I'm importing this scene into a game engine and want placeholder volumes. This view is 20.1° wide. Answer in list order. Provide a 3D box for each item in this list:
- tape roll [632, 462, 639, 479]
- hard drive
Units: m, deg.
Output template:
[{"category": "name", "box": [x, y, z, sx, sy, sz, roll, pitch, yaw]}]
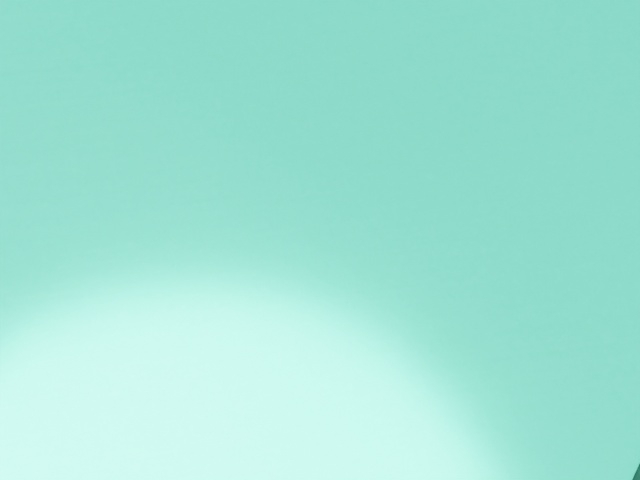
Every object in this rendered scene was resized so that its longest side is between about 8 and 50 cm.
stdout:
[{"category": "tape roll", "box": [0.172, 0.097, 0.387, 0.219, 0.072, 0.219, 1, 79, -4]}, {"category": "hard drive", "box": [0.000, 0.000, 0.474, 0.353, 0.047, 0.233, -7, 68, -6]}]
